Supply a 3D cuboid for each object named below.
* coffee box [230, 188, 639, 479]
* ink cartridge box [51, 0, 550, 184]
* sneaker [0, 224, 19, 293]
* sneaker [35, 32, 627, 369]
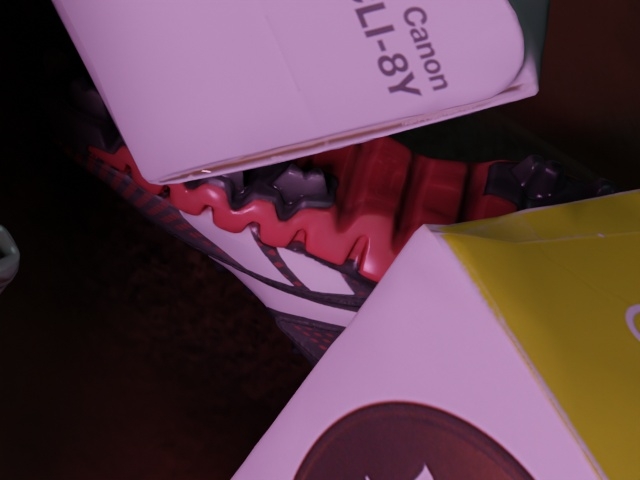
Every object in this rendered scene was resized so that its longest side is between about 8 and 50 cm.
[{"bbox_3d":[0.160,0.198,0.621,0.338,0.334,0.337,-9,57,-38],"label":"coffee box"},{"bbox_3d":[-0.014,-0.246,0.745,0.384,0.160,0.279,-74,144,-54],"label":"ink cartridge box"},{"bbox_3d":[-0.181,-0.011,0.692,0.152,0.061,0.053,20,60,-30],"label":"sneaker"},{"bbox_3d":[0.000,0.000,0.810,0.276,0.135,0.097,23,46,-2],"label":"sneaker"}]
